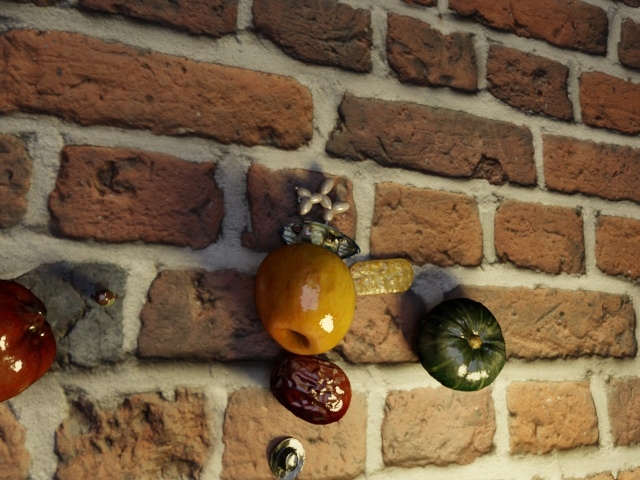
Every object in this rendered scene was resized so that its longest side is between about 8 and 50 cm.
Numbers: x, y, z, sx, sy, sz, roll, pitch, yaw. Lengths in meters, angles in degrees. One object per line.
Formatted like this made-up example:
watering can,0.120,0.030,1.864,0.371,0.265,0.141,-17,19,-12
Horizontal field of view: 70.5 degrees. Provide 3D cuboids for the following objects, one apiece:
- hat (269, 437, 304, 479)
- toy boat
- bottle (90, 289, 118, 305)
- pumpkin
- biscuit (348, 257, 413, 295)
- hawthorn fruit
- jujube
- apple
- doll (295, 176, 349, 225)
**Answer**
hat,-0.091,0.644,1.321,0.121,0.050,0.121,2,84,-20
toy boat,0.000,0.000,1.418,0.262,0.115,0.114,17,77,-17
bottle,-0.571,0.150,1.197,0.063,0.101,0.047,-27,91,-22
pumpkin,0.459,0.339,1.488,0.300,0.207,0.300,3,70,-9
biscuit,0.205,0.122,1.519,0.247,0.029,0.118,-3,83,-20
hawthorn fruit,-0.772,0.244,1.026,0.295,0.295,0.311,44,71,-9
jujube,-0.021,0.429,1.310,0.243,0.183,0.183,35,72,-23
apple,-0.047,0.168,1.276,0.299,0.299,0.275,19,57,-16
doll,-0.005,-0.127,1.467,0.160,0.059,0.161,-37,95,-22
